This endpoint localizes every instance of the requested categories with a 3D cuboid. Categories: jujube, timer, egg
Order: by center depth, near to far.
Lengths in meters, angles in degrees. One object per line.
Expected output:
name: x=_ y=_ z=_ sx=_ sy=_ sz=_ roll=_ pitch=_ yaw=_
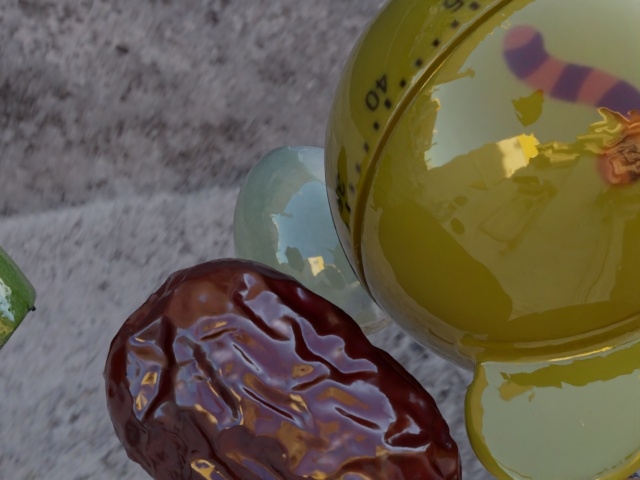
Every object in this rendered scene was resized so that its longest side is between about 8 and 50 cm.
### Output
jujube: x=-0.026 y=0.124 z=1.198 sx=0.250 sy=0.174 sz=0.174 roll=37 pitch=67 yaw=0
timer: x=0.193 y=-0.031 z=1.280 sx=0.376 sy=0.376 sz=0.387 roll=-26 pitch=51 yaw=-21
egg: x=0.000 y=0.000 z=1.824 sx=0.183 sy=0.183 sz=0.217 roll=-24 pitch=78 yaw=-21

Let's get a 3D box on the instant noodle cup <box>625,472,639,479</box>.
instant noodle cup: x=0.283 y=0.265 z=1.478 sx=0.177 sy=0.125 sz=0.208 roll=-43 pitch=114 yaw=-42

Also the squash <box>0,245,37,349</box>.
squash: x=-0.416 y=0.025 z=1.740 sx=0.260 sy=0.189 sz=0.189 roll=44 pitch=66 yaw=-16
